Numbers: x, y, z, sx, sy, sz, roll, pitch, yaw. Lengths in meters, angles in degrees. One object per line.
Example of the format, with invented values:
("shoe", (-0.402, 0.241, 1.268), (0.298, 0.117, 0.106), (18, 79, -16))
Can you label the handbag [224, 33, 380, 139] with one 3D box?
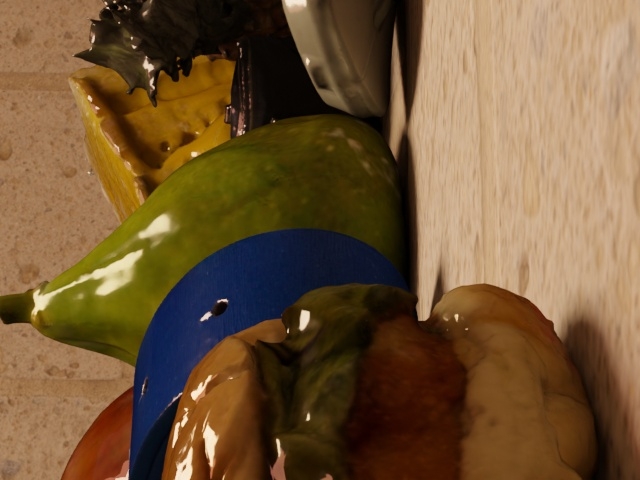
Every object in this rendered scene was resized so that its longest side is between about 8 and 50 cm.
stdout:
("handbag", (-0.014, -0.078, 1.320), (0.211, 0.089, 0.254), (-19, -61, -51))

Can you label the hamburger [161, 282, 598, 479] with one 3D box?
("hamburger", (0.019, 0.120, 0.535), (0.330, 0.162, 0.209), (-83, -6, -71))

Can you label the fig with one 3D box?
("fig", (-0.072, 0.026, 1.168), (0.233, 0.314, 0.233), (-17, -90, -71))

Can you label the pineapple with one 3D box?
("pineapple", (-0.087, -0.239, 1.311), (0.362, 0.202, 0.202), (-51, -31, -52))

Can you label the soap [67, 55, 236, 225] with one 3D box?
("soap", (-0.044, -0.094, 1.449), (0.304, 0.339, 0.169), (56, 160, 33))

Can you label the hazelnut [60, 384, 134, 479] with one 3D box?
("hazelnut", (-0.095, 0.271, 1.393), (0.366, 0.366, 0.365), (-179, 90, -87))

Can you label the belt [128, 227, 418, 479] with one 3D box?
("belt", (-0.032, 0.148, 1.015), (0.347, 0.213, 0.117), (100, 169, -47))

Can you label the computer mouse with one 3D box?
("computer mouse", (0.021, -0.254, 1.166), (0.197, 0.095, 0.330), (56, -156, -52))
